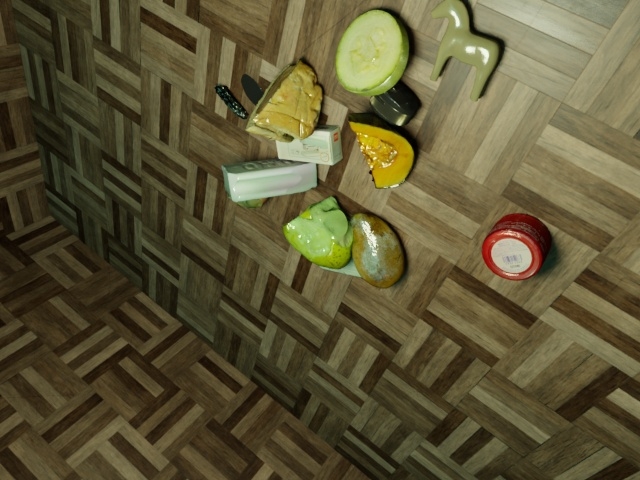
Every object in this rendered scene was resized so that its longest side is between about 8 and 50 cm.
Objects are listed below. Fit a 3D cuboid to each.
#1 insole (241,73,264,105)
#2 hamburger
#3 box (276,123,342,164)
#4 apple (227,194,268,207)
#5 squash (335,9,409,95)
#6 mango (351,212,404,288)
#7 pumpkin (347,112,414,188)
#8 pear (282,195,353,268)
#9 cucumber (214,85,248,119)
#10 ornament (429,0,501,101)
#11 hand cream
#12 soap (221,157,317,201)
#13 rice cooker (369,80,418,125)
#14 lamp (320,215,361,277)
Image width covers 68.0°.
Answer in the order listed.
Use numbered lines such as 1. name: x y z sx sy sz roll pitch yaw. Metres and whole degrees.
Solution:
1. insole: -0.233 -0.551 1.886 0.253 0.005 0.086 52 137 -1
2. hamburger: -0.108 -0.449 1.668 0.209 0.329 0.162 41 152 -23
3. box: -0.049 -0.370 1.806 0.269 0.079 0.135 14 125 32
4. apple: -0.309 -0.237 2.042 0.207 0.174 0.188 51 163 -9
5. squash: 0.156 -0.574 1.456 0.252 0.049 0.252 0 90 42
6. mango: 0.212 0.036 1.817 0.193 0.146 0.316 -19 101 14
7. pumpkin: 0.215 -0.337 1.594 0.169 0.148 0.312 -16 138 16
8. pear: 0.000 0.000 1.889 0.286 0.176 0.281 -29 97 45
9. cucumber: -0.365 -0.566 1.950 0.181 0.053 0.053 50 136 -2
10. ornament: 0.397 -0.552 1.339 0.230 0.061 0.244 33 135 20
11. hand cream: 0.620 0.021 1.503 0.193 0.125 0.193 21 128 30
12. soap: -0.196 -0.248 1.862 0.208 0.347 0.115 -132 36 -61
13. rice cooker: 0.230 -0.440 1.511 0.165 0.112 0.106 41 142 18
14. lamp: 0.093 0.020 1.978 0.269 0.047 0.266 10 120 34
